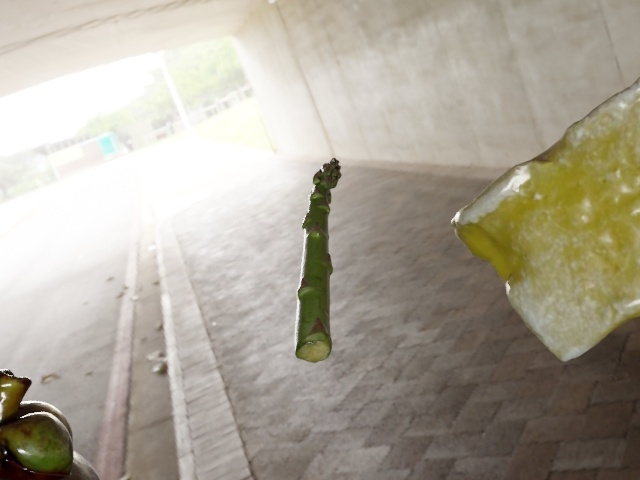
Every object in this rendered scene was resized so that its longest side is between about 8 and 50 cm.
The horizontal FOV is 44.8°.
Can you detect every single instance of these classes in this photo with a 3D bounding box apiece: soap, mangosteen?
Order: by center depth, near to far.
[{"bbox_3d":[0.214,-0.037,0.442,0.199,0.091,0.315,-37,-13,24],"label":"soap"},{"bbox_3d":[-0.231,0.190,0.541,0.200,0.200,0.200,-21,11,4],"label":"mangosteen"}]

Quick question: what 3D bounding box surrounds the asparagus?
[{"bbox_3d":[0.000,0.000,0.545,0.024,0.025,0.248,-29,26,19],"label":"asparagus"}]
